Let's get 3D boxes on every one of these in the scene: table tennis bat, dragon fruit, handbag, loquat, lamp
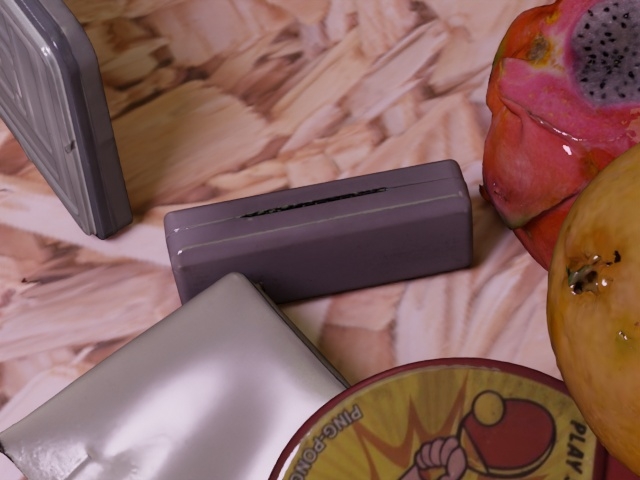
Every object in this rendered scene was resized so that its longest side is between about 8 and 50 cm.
[{"bbox_3d":[0.159,0.225,1.260,0.414,0.051,0.268,7,84,-3],"label":"table tennis bat"},{"bbox_3d":[0.262,-0.101,1.405,0.290,0.189,0.291,-2,59,3],"label":"dragon fruit"},{"bbox_3d":[-0.120,0.183,1.317,0.315,0.109,0.241,-37,63,-13],"label":"handbag"},{"bbox_3d":[0.280,0.046,1.180,0.263,0.263,0.263,-2,59,3],"label":"loquat"},{"bbox_3d":[-0.247,-0.161,1.434,0.047,0.266,0.269,-30,61,-17],"label":"lamp"}]

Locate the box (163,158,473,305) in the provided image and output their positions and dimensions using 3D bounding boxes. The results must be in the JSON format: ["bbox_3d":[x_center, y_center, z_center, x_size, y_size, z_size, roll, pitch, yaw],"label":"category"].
[{"bbox_3d":[0.000,0.000,1.414,0.243,0.103,0.055,-11,54,-3],"label":"box"}]
